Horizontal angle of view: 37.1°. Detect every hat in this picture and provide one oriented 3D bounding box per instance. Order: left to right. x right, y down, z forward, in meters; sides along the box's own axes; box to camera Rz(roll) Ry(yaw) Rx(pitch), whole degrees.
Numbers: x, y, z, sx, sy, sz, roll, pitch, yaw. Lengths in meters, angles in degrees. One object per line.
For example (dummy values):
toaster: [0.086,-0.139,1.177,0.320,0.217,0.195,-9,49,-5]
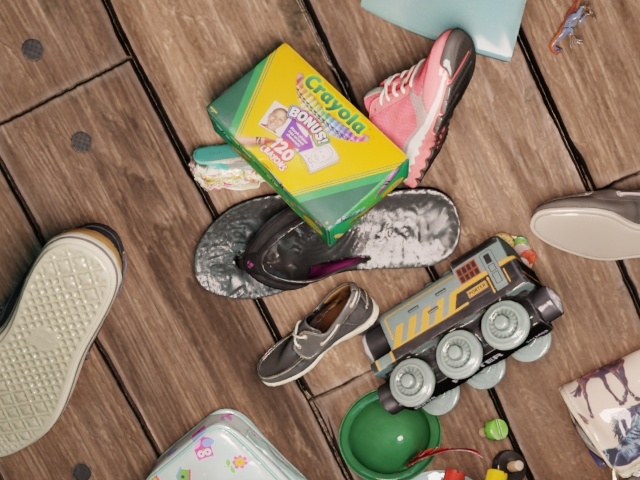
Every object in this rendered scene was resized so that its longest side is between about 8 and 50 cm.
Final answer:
hat: [0.124,0.346,1.563,0.173,0.183,0.208,35,101,-5]

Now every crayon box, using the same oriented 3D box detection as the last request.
crayon box: [-0.020,-0.148,1.448,0.165,0.081,0.278,-42,73,-11]

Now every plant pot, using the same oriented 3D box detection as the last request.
plant pot: [0.187,-0.372,1.426,0.234,0.165,0.166,13,102,6]

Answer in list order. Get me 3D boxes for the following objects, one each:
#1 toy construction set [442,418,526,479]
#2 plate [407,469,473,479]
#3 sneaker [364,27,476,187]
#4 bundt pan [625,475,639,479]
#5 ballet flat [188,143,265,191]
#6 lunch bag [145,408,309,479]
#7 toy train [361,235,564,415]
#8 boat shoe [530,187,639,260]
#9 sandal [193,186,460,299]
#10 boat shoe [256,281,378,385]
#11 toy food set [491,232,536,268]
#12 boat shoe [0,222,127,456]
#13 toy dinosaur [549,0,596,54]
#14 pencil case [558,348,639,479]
toy construction set: [0.299,0.463,1.475,0.309,0.237,0.257,-42,91,-26]
plate: [0.210,0.493,1.671,0.188,0.024,0.188,1,103,3]
sneaker: [0.129,-0.201,1.418,0.136,0.116,0.314,28,147,8]
bundt pan: [0.589,0.492,1.578,0.331,0.124,0.331,-2,114,-4]
ballet flat: [-0.091,-0.120,1.541,0.241,0.091,0.077,-1,132,8]
lunch bag: [-0.141,0.440,1.637,0.224,0.108,0.279,-42,98,7]
toy train: [0.217,0.141,1.518,0.334,0.142,0.190,-35,57,20]
boat shoe: [0.503,-0.033,1.521,0.335,0.095,0.112,6,138,6]
sandal: [0.001,-0.003,1.533,0.445,0.107,0.167,-11,101,8]
boat shoe: [-0.018,0.152,1.570,0.233,0.084,0.079,-37,138,10]
toy food set: [0.311,0.030,1.570,0.082,0.020,0.083,16,102,0]
boat shoe: [-0.466,0.170,1.581,0.187,0.156,0.500,32,113,-9]
toy dinosaur: [0.388,-0.332,1.491,0.082,0.047,0.090,-30,65,17]
pencil case: [0.603,0.231,1.521,0.410,0.160,0.183,-28,74,8]
